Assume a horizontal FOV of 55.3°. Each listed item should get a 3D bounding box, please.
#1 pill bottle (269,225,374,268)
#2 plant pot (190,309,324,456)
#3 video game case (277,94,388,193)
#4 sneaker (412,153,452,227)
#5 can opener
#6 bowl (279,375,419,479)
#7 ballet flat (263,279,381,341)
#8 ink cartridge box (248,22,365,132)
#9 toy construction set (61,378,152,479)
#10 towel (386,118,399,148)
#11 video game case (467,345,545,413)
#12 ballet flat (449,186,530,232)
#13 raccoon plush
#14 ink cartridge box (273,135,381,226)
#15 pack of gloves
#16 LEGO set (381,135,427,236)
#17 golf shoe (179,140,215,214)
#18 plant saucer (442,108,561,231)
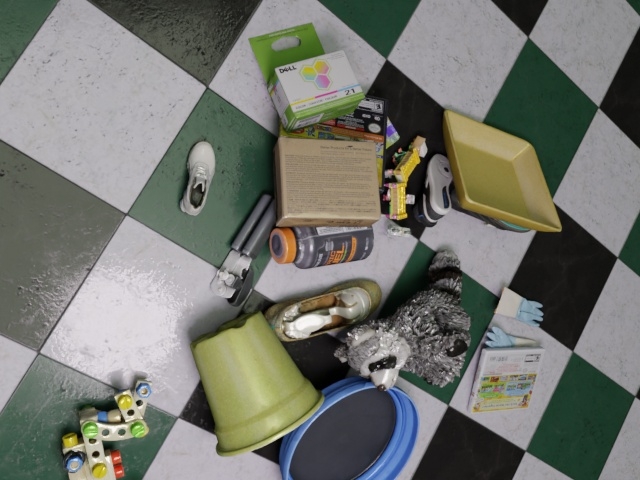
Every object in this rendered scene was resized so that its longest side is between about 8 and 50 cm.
[{"bbox_3d":[0.000,0.000,1.500,0.245,0.130,0.131,-8,97,-31],"label":"pill bottle"},{"bbox_3d":[-0.168,0.311,1.410,0.276,0.276,0.254,-27,92,-20],"label":"plant pot"},{"bbox_3d":[0.031,-0.255,1.509,0.274,0.035,0.248,8,76,-15],"label":"video game case"},{"bbox_3d":[0.297,-0.132,1.673,0.079,0.121,0.217,25,49,-15],"label":"sneaker"},{"bbox_3d":[-0.173,0.020,1.483,0.280,0.074,0.093,-62,147,-7],"label":"can opener"},{"bbox_3d":[0.073,0.521,1.559,0.391,0.077,0.391,-12,117,-25],"label":"bowl"},{"bbox_3d":[0.025,0.183,1.548,0.348,0.123,0.123,-11,98,-23],"label":"ballet flat"},{"bbox_3d":[-0.038,-0.410,1.453,0.188,0.097,0.255,-22,84,-20],"label":"ink cartridge box"},{"bbox_3d":[-0.448,0.489,1.348,0.215,0.151,0.328,-12,88,-23],"label":"toy construction set"},{"bbox_3d":[0.174,-0.294,1.639,0.060,0.009,0.083,-38,107,-18],"label":"towel"},{"bbox_3d":[0.557,0.417,1.828,0.226,0.026,0.207,3,106,-25],"label":"video game case"},{"bbox_3d":[0.478,-0.090,1.743,0.280,0.096,0.095,22,69,-20],"label":"ballet flat"},{"bbox_3d":[0.202,0.194,1.587,0.299,0.446,0.216,14,128,-5],"label":"raccoon plush"},{"bbox_3d":[0.012,-0.132,1.412,0.234,0.088,0.193,1,77,-15],"label":"ink cartridge box"},{"bbox_3d":[0.580,0.259,1.851,0.232,0.046,0.195,22,85,-34],"label":"pack of gloves"},{"bbox_3d":[0.194,-0.154,1.629,0.132,0.107,0.287,21,77,-52],"label":"LEGO set"},{"bbox_3d":[-0.274,-0.145,1.407,0.069,0.086,0.176,10,88,-23],"label":"golf shoe"},{"bbox_3d":[0.477,-0.174,1.679,0.332,0.081,0.333,14,51,-24],"label":"plant saucer"}]
